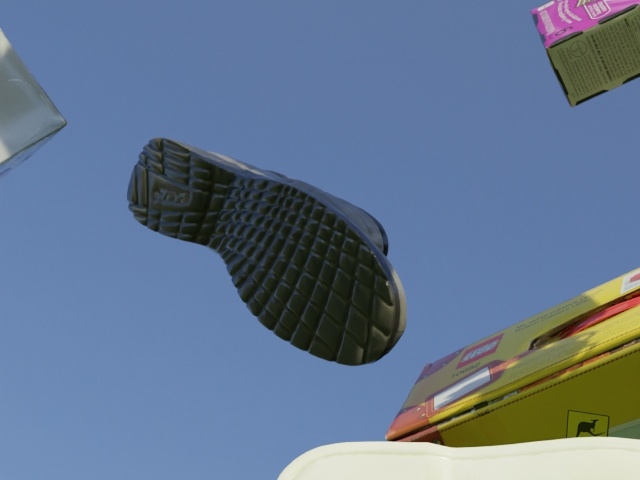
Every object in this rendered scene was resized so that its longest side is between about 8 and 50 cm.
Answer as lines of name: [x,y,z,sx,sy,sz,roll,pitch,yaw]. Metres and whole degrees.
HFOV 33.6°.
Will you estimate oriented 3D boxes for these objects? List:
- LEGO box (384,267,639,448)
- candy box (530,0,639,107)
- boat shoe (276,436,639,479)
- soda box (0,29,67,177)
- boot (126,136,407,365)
LEGO box: [0.383,0.224,1.088,0.500,0.193,0.373,-28,-82,28]
candy box: [0.330,-0.230,1.032,0.233,0.159,0.071,-24,-69,15]
boat shoe: [0.131,0.186,0.617,0.319,0.116,0.099,3,-43,15]
soda box: [-0.289,-0.151,0.639,0.091,0.098,0.286,-27,-78,38]
boot: [0.000,0.000,0.979,0.222,0.338,0.118,10,-68,-50]
